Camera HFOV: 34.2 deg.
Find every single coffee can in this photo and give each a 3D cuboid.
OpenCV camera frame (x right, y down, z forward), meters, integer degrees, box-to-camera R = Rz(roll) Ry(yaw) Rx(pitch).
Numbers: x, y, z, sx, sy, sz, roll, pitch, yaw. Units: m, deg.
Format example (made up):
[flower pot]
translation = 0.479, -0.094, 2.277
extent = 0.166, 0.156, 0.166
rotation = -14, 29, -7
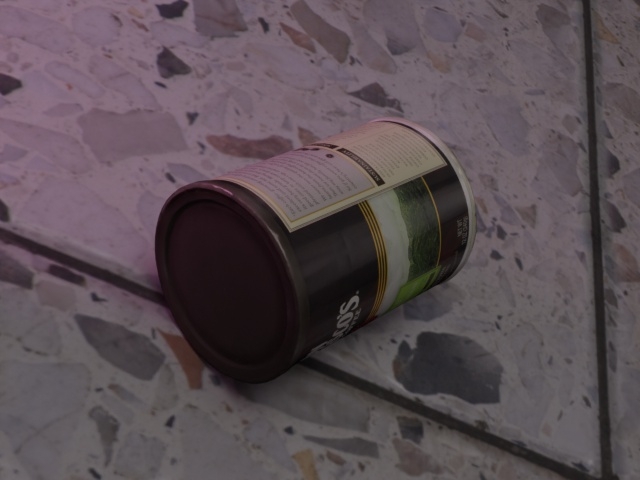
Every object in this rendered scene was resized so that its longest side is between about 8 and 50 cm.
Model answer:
[coffee can]
translation = 0.000, 0.000, 1.070
extent = 0.275, 0.201, 0.201
rotation = -25, 71, -42
